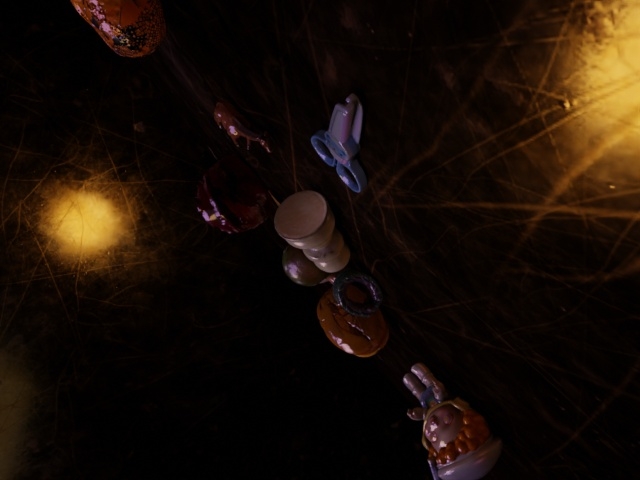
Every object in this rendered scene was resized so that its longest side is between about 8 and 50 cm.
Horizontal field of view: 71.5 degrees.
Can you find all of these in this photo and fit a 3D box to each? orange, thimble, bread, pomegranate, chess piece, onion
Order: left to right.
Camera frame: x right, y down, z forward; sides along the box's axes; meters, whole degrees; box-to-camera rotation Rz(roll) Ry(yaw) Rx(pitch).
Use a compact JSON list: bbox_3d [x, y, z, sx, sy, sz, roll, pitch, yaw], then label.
[{"bbox_3d":[-0.479,-0.557,1.066,0.234,0.182,0.234,37,169,8],"label":"orange"},{"bbox_3d":[-0.333,-0.162,1.777,0.314,0.280,0.146,54,156,-23],"label":"onion"},{"bbox_3d":[-0.006,0.069,1.368,0.224,0.181,0.181,30,174,-8],"label":"pomegranate"},{"bbox_3d":[0.000,0.000,1.148,0.144,0.144,0.251,44,174,38],"label":"chess piece"},{"bbox_3d":[0.109,0.269,1.500,0.270,0.195,0.142,47,-179,39],"label":"bread"},{"bbox_3d":[0.103,0.145,1.252,0.135,0.118,0.090,36,179,-10],"label":"thimble"}]

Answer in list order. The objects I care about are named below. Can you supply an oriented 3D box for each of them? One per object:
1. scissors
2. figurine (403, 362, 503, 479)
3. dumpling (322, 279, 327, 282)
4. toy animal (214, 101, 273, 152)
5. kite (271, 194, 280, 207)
[{"bbox_3d":[0.033,-0.145,0.660,0.125,0.030,0.256,48,174,5],"label":"scissors"},{"bbox_3d":[0.400,0.534,1.359,0.205,0.224,0.382,31,-151,-32],"label":"figurine"},{"bbox_3d":[-0.012,0.098,1.709,0.188,0.108,0.127,29,-163,-30],"label":"dumpling"},{"bbox_3d":[-0.204,-0.289,1.176,0.224,0.066,0.230,50,167,2],"label":"toy animal"},{"bbox_3d":[-0.096,-0.059,1.763,0.377,0.013,0.327,51,173,-24],"label":"kite"}]
